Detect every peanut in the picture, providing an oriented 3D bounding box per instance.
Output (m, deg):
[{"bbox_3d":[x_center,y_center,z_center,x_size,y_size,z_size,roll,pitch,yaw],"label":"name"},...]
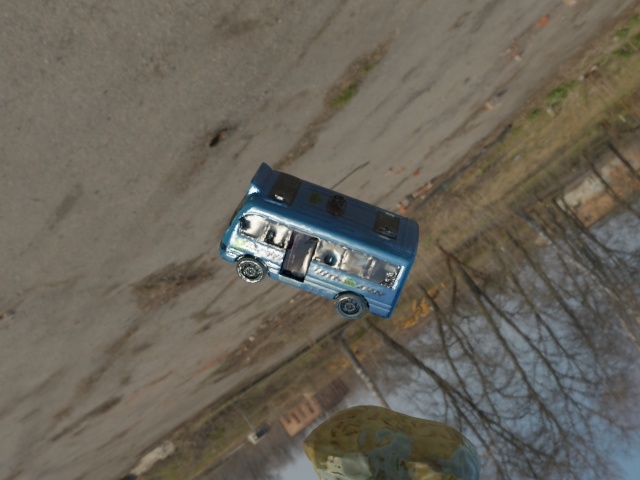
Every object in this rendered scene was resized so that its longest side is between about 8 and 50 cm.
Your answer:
[{"bbox_3d":[0.119,0.326,0.910,0.152,0.313,0.152,-45,-148,38],"label":"peanut"}]

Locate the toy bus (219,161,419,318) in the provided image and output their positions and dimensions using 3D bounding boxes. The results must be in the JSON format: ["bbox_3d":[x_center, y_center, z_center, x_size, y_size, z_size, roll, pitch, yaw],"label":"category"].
[{"bbox_3d":[0.000,0.000,0.817,0.113,0.246,0.134,-70,180,-55],"label":"toy bus"}]
